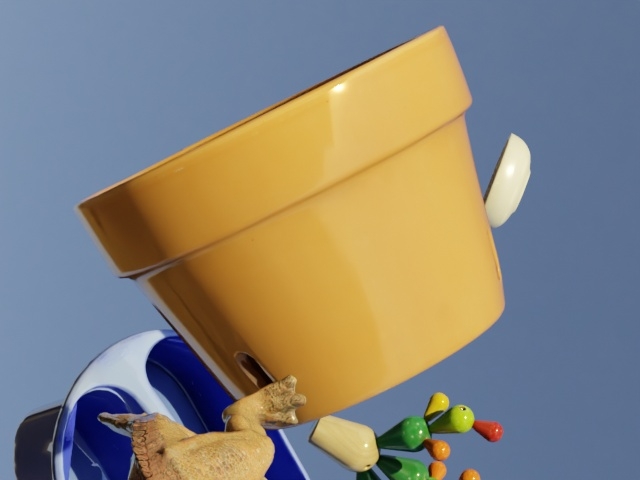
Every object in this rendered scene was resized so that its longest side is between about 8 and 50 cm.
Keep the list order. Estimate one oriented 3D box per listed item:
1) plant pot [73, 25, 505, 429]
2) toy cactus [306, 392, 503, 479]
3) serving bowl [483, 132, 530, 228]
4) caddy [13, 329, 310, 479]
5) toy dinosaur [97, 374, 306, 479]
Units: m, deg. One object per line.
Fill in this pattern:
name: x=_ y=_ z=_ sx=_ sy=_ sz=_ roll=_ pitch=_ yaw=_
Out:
plant pot: x=0.000 y=0.000 z=1.309 sx=0.291 sy=0.291 sz=0.203 roll=-19 pitch=-81 yaw=52
toy cactus: x=0.077 y=0.223 z=1.910 sx=0.219 sy=0.180 sz=0.112 roll=-55 pitch=-169 yaw=48
serving bowl: x=0.154 y=-0.045 z=1.523 sx=0.083 sy=0.027 sz=0.083 roll=22 pitch=90 yaw=-88
caddy: x=-0.142 y=0.252 z=1.810 sx=0.179 sy=0.241 sz=0.341 roll=-9 pitch=-67 yaw=56
toy dinosaur: x=-0.055 y=0.181 z=1.079 sx=0.295 sy=0.200 sz=0.127 roll=47 pitch=-61 yaw=24
